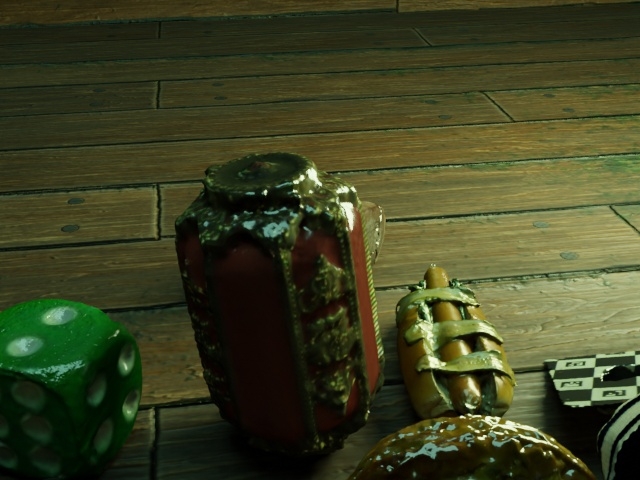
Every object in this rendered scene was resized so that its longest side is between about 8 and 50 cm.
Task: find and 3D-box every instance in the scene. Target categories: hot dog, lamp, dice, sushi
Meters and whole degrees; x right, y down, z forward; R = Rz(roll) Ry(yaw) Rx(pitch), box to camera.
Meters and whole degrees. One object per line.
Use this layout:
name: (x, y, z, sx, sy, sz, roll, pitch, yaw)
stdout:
hot dog: (0.119, 0.214, 0.668, 0.226, 0.099, 0.160, 0, 51, -10)
lamp: (-0.033, 0.059, 0.825, 0.177, 0.274, 0.177, -9, 23, 4)
dice: (-0.245, 0.136, 0.835, 0.131, 0.128, 0.120, 8, 29, 13)
hot dog: (0.135, 0.105, 0.963, 0.109, 0.072, 0.269, 1, 27, -2)
sushi: (0.332, 0.143, 0.880, 0.210, 0.040, 0.193, -8, 4, 10)

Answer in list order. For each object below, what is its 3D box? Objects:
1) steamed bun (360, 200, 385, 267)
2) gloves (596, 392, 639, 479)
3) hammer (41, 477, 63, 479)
steamed bun: (0.000, 0.000, 1.154, 0.144, 0.106, 0.175, 5, 12, 23)
gloves: (0.292, 0.162, 0.716, 0.131, 0.140, 0.218, 35, 13, 16)
hammer: (-0.017, 0.228, 0.739, 0.439, 0.044, 0.168, -6, 25, -11)
